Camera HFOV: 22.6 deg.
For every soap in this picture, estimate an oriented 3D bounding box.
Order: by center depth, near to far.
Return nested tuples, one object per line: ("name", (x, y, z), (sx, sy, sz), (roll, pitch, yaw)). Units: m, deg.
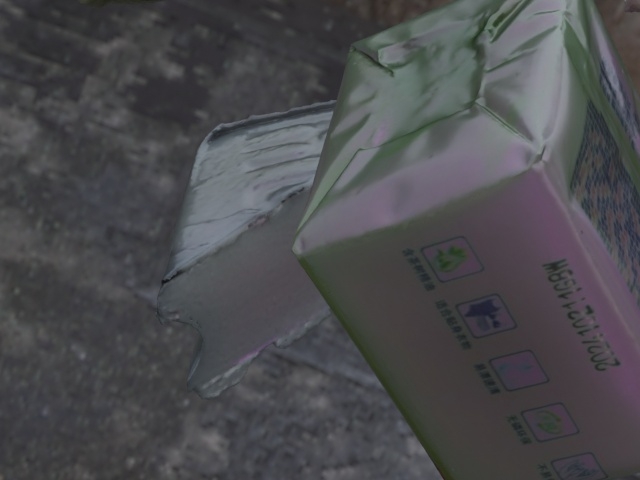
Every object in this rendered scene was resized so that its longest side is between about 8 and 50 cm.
("soap", (0.097, -0.001, 0.790), (0.199, 0.138, 0.182), (57, 28, -31))
("soap", (0.000, 0.000, 1.526), (0.257, 0.159, 0.302), (-7, 35, 10))

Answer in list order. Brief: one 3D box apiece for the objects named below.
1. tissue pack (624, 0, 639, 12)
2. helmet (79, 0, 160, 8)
("tissue pack", (0.467, -0.331, 1.691), (0.271, 0.201, 0.124), (6, 43, 5))
("helmet", (-0.141, -0.239, 1.124), (0.204, 0.137, 0.257), (39, 26, -6))
